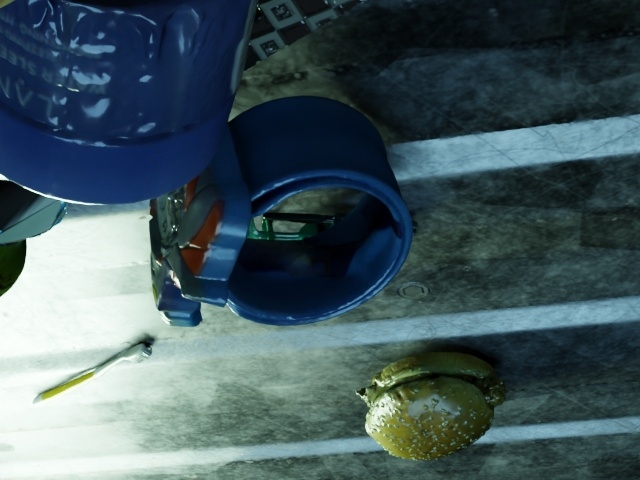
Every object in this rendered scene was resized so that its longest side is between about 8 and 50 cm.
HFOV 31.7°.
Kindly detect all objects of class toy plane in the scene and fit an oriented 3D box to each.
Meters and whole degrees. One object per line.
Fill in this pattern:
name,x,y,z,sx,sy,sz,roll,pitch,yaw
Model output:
toy plane,0.000,0.000,1.412,0.235,0.060,0.096,3,139,-10

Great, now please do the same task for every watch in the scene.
watch,-0.050,0.000,1.262,0.274,0.241,0.305,1,136,-19

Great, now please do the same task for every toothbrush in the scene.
toothbrush,-0.362,0.216,1.773,0.288,0.021,0.024,-27,128,35

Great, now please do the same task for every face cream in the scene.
face cream,-0.181,-0.191,0.945,0.249,0.249,0.225,8,137,-11

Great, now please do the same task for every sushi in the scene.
sushi,-0.065,-0.243,1.066,0.201,0.031,0.139,-23,126,33

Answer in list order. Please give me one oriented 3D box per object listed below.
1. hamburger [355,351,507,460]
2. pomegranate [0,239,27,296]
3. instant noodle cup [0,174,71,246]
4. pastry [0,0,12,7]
hamburger,0.178,0.252,1.730,0.215,0.122,0.189,-28,135,32
pomegranate,-0.437,0.022,1.315,0.179,0.210,0.180,2,143,1
instant noodle cup,-0.333,-0.115,1.137,0.240,0.178,0.240,0,147,0
pastry,-0.299,-0.315,0.656,0.409,0.410,0.245,10,-176,-13
